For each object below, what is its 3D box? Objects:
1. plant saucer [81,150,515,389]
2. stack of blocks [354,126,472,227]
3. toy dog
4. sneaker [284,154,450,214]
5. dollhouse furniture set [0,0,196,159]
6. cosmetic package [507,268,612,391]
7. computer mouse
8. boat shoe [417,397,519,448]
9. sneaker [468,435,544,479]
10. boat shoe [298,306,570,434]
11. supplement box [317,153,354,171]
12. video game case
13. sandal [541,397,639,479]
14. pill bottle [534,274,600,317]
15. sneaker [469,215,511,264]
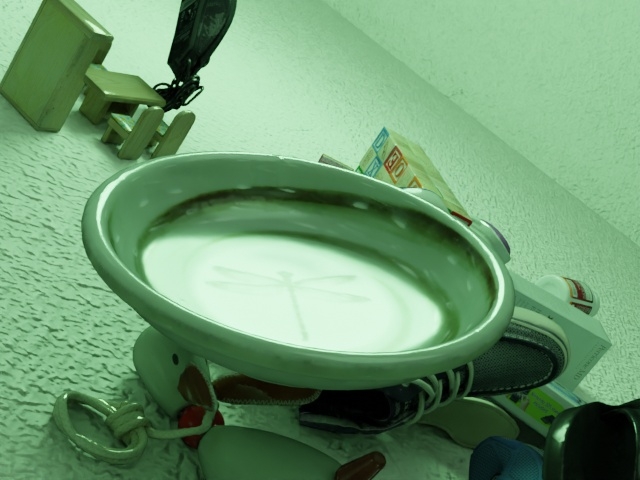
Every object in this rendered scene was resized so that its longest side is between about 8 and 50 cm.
[{"bbox_3d":[-0.023,0.038,0.938,0.400,0.100,0.400,10,25,-5],"label":"plant saucer"},{"bbox_3d":[0.130,-0.050,1.686,0.087,0.171,0.297,26,21,-23],"label":"stack of blocks"},{"bbox_3d":[-0.055,0.172,0.906,0.333,0.161,0.220,40,20,14],"label":"toy dog"},{"bbox_3d":[-0.004,-0.049,1.234,0.130,0.323,0.236,50,26,-40],"label":"sneaker"},{"bbox_3d":[-0.312,-0.245,1.443,0.212,0.161,0.242,43,21,21],"label":"dollhouse furniture set"},{"bbox_3d":[0.361,0.148,1.684,0.231,0.117,0.085,28,22,-14],"label":"cosmetic package"},{"bbox_3d":[-0.192,-0.327,1.612,0.072,0.272,0.188,18,-9,-26],"label":"computer mouse"},{"bbox_3d":[0.168,0.211,1.298,0.206,0.075,0.065,22,26,-20],"label":"boat shoe"},{"bbox_3d":[0.179,0.295,1.046,0.147,0.130,0.330,35,20,-6],"label":"sneaker"},{"bbox_3d":[0.125,0.160,1.154,0.340,0.127,0.158,0,28,3],"label":"boat shoe"},{"bbox_3d":[0.012,-0.087,1.438,0.055,0.043,0.083,28,20,-1],"label":"supplement box"},{"bbox_3d":[0.333,0.239,1.411,0.244,0.061,0.269,37,4,0],"label":"video game case"},{"bbox_3d":[0.353,0.240,1.084,0.446,0.107,0.167,-7,78,-57],"label":"sandal"},{"bbox_3d":[0.494,0.119,2.001,0.152,0.086,0.086,14,29,-46],"label":"pill bottle"},{"bbox_3d":[0.187,0.012,1.714,0.114,0.152,0.305,53,-13,-23],"label":"sneaker"}]
